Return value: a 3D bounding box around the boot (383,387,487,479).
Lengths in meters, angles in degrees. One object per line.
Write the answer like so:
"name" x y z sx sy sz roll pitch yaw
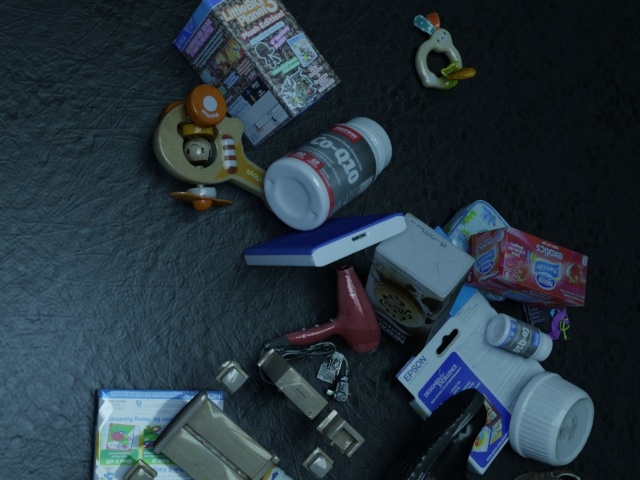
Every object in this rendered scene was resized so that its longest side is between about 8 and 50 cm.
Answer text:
"boot" 0.300 0.514 1.817 0.260 0.131 0.348 40 85 -11

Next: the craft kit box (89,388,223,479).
"craft kit box" -0.313 0.412 1.645 0.249 0.061 0.247 6 75 -23

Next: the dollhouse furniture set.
"dollhouse furniture set" -0.150 0.402 1.662 0.303 0.174 0.355 45 83 -13

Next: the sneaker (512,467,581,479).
"sneaker" 0.518 0.568 1.981 0.188 0.071 0.066 -12 85 -26

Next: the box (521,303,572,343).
"box" 0.550 0.173 2.096 0.116 0.029 0.162 -9 83 -26

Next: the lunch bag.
"lunch bag" 0.387 0.025 2.016 0.219 0.090 0.176 46 67 -10

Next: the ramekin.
"ramekin" 0.533 0.413 1.949 0.207 0.109 0.207 -18 117 -40

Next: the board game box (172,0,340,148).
"board game box" -0.138 -0.372 1.776 0.141 0.232 0.291 -41 98 -26

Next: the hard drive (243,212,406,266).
"hard drive" 0.000 0.000 1.716 0.210 0.318 0.040 -23 99 -26

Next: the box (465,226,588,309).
"box" 0.464 0.067 1.919 0.256 0.128 0.123 18 73 -28

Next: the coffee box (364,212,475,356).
"coffee box" 0.192 0.100 1.778 0.168 0.297 0.119 36 64 16

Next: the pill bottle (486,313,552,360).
"pill bottle" 0.454 0.223 1.945 0.137 0.078 0.078 22 72 -20

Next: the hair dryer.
"hair dryer" 0.019 0.191 1.780 0.223 0.080 0.294 23 91 -21

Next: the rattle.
"rattle" 0.297 -0.472 2.050 0.130 0.143 0.200 1 85 -6

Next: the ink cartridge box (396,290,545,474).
"ink cartridge box" 0.348 0.317 1.958 0.307 0.072 0.303 49 66 -6

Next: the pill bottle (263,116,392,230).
"pill bottle" 0.023 -0.151 1.815 0.283 0.161 0.161 -39 97 -43

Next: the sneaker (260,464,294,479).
"sneaker" -0.128 0.590 1.662 0.131 0.112 0.296 38 68 -14

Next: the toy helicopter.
"toy helicopter" -0.189 -0.140 1.770 0.355 0.140 0.235 30 62 -30

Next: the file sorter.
"file sorter" 0.258 0.077 1.940 0.118 0.104 0.170 -43 98 -25
